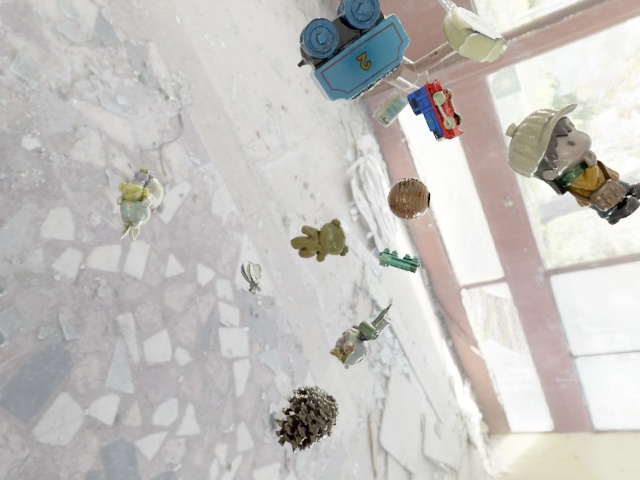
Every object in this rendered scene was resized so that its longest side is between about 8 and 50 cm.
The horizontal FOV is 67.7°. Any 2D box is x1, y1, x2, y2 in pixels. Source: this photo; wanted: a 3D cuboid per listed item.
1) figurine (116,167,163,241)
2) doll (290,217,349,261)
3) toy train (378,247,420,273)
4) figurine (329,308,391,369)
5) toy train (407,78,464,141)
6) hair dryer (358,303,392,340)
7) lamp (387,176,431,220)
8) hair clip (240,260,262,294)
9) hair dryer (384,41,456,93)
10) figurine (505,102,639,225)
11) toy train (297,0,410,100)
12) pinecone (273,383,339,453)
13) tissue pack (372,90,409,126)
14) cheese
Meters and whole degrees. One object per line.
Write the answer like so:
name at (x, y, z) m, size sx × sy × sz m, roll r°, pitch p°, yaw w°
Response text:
figurine at (-0.620, -0.119, 1.608) m, size 0.127 × 0.155 × 0.235 m, roll 15°, pitch 43°, yaw -8°
doll at (0.000, 0.000, 1.538) m, size 0.097 × 0.210 × 0.137 m, roll -41°, pitch 114°, yaw -49°
toy train at (0.170, 0.045, 1.031) m, size 0.045 × 0.092 × 0.029 m, roll -65°, pitch 170°, yaw -47°
figurine at (0.163, 0.376, 1.851) m, size 0.133 × 0.274 × 0.194 m, roll 46°, pitch -3°, yaw -4°
toy train at (0.391, -0.430, 1.604) m, size 0.083 × 0.131 × 0.204 m, roll -30°, pitch 98°, yaw -42°
hair dryer at (0.205, 0.279, 1.697) m, size 0.150 × 0.071 × 0.047 m, roll -49°, pitch 137°, yaw -7°
lamp at (0.268, -0.127, 1.449) m, size 0.136 × 0.136 × 0.136 m, roll 30°, pitch 53°, yaw -51°
hair clip at (-0.264, 0.136, 1.864) m, size 0.116 × 0.049 × 0.172 m, roll 51°, pitch 14°, yaw -41°
hair dryer at (0.393, -0.654, 1.689) m, size 0.189 × 0.344 × 0.106 m, roll 6°, pitch 68°, yaw -47°
figurine at (0.601, -0.175, 1.161) m, size 0.332 × 0.204 × 0.185 m, roll 50°, pitch 55°, yaw -6°
toy train at (0.086, -0.569, 1.426) m, size 0.265 × 0.300 × 0.188 m, roll 53°, pitch 5°, yaw -20°
pinecone at (-0.040, 0.559, 1.496) m, size 0.184 × 0.204 × 0.179 m, roll 24°, pitch 18°, yaw -43°
tissue pack at (0.204, -0.385, 1.406) m, size 0.059 × 0.094 × 0.074 m, roll 41°, pitch 7°, yaw -6°
cheese at (0.287, -0.433, 0.951) m, size 0.127 × 0.050 × 0.255 m, roll 13°, pitch 43°, yaw -19°
